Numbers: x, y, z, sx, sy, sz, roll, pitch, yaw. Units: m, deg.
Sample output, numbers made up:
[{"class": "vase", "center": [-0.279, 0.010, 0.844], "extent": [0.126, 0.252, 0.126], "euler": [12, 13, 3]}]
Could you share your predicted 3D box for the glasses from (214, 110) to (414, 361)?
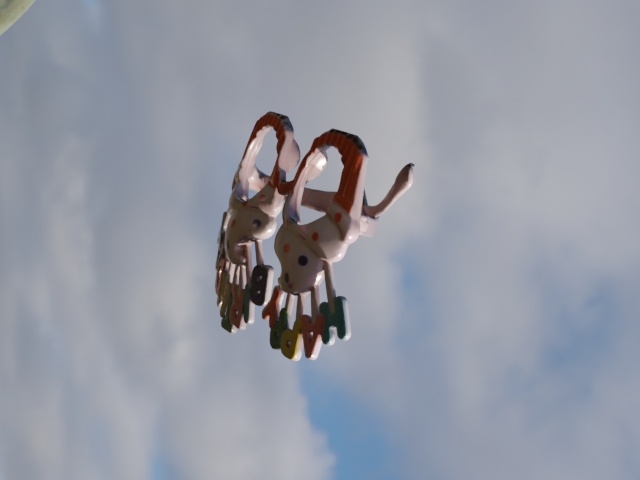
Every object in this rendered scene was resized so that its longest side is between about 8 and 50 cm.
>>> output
[{"class": "glasses", "center": [-0.008, 0.004, 1.231], "extent": [0.162, 0.095, 0.255], "euler": [-68, -156, 0]}]

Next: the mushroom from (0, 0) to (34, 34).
[{"class": "mushroom", "center": [-0.352, -0.207, 1.616], "extent": [0.081, 0.312, 0.100], "euler": [27, -28, 43]}]
